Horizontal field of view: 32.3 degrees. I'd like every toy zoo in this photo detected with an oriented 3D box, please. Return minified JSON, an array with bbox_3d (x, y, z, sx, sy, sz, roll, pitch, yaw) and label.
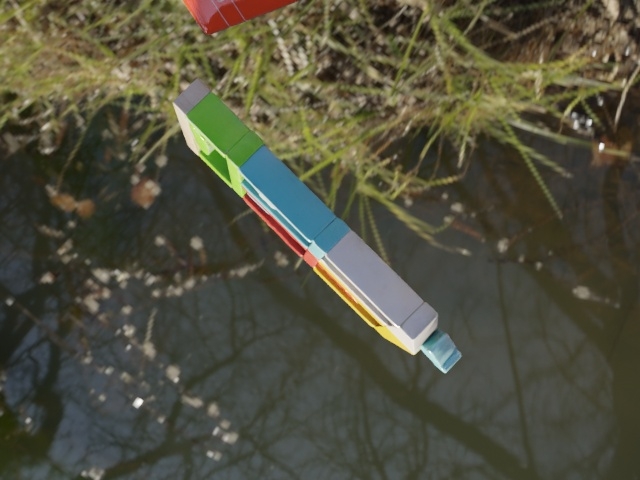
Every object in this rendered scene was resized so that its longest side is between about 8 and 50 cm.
[{"bbox_3d":[0.000,0.000,0.892,0.293,0.192,0.030,45,85,0],"label":"toy zoo"}]

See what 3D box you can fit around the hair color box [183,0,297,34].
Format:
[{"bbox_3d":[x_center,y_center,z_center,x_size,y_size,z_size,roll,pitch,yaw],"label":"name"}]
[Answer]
[{"bbox_3d":[0.024,-0.146,0.411,0.167,0.093,0.053,-16,130,25],"label":"hair color box"}]
